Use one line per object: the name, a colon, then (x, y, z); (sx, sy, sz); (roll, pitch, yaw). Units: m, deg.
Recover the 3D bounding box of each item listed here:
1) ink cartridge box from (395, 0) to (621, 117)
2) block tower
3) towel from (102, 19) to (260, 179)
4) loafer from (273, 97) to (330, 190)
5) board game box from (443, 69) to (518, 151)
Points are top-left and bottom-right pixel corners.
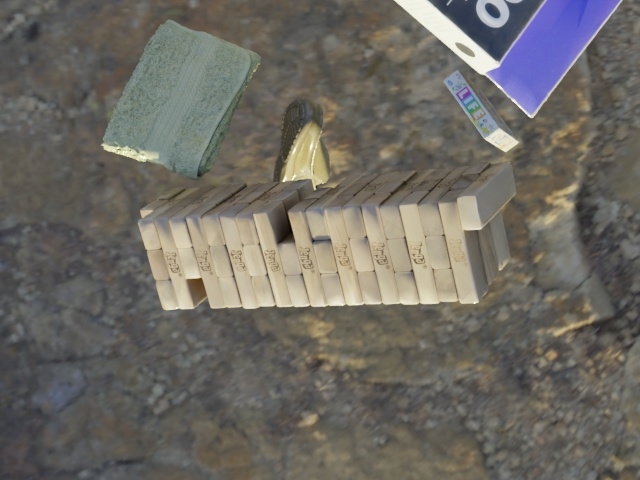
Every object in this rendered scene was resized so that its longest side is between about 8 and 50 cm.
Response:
ink cartridge box: (0.121, -0.209, 0.751); (0.208, 0.045, 0.206); (37, 88, -22)
block tower: (0.000, 0.000, 1.127); (0.335, 0.091, 0.097); (-4, 110, 29)
towel: (-0.128, -0.131, 1.198); (0.110, 0.027, 0.148); (18, 66, 9)
loafer: (-0.014, -0.086, 1.271); (0.148, 0.050, 0.056); (111, 156, -57)
board game box: (0.231, -0.183, 1.870); (0.026, 0.154, 0.103); (-36, 77, 13)
